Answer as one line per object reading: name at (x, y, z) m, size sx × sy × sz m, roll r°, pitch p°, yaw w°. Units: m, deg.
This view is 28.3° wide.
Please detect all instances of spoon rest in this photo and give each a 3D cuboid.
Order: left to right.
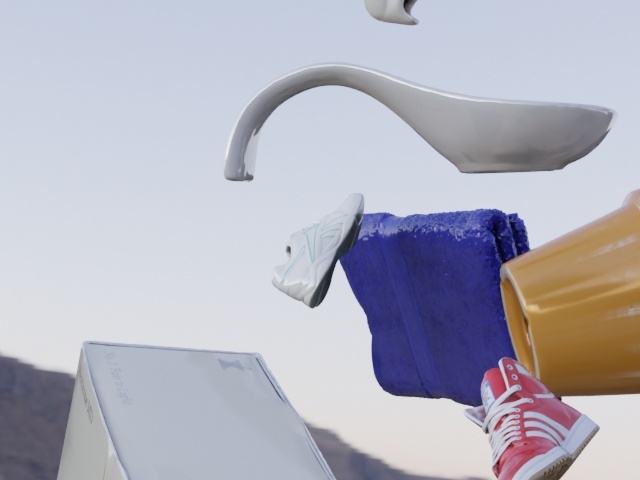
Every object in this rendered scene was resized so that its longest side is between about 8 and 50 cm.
spoon rest at (0.069, -0.086, 0.896) m, size 0.276 × 0.084 × 0.137 m, roll -2°, pitch 1°, yaw 9°

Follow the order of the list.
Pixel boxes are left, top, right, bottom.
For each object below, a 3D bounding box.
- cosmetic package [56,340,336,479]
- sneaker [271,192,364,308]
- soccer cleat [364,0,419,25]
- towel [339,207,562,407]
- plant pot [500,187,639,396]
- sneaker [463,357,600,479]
cosmetic package at (-0.095, 0.229, 0.704) m, size 0.113 × 0.310 × 0.160 m, roll 6°, pitch 19°, yaw -21°
sneaker at (0.000, 0.000, 1.320) m, size 0.061 × 0.152 × 0.054 m, roll 21°, pitch -38°, yaw 17°
soccer cleat at (0.106, -0.316, 1.315) m, size 0.076 × 0.196 × 0.068 m, roll 25°, pitch 8°, yaw 21°
towel at (0.140, 0.071, 1.406) m, size 0.076 × 0.228 × 0.308 m, roll -22°, pitch 10°, yaw -27°
plant pot at (0.273, 0.061, 1.176) m, size 0.187 × 0.205 × 0.205 m, roll -14°, pitch -14°, yaw 0°
sneaker at (0.099, 0.100, 0.661) m, size 0.067 × 0.042 × 0.118 m, roll 40°, pitch 21°, yaw 16°
